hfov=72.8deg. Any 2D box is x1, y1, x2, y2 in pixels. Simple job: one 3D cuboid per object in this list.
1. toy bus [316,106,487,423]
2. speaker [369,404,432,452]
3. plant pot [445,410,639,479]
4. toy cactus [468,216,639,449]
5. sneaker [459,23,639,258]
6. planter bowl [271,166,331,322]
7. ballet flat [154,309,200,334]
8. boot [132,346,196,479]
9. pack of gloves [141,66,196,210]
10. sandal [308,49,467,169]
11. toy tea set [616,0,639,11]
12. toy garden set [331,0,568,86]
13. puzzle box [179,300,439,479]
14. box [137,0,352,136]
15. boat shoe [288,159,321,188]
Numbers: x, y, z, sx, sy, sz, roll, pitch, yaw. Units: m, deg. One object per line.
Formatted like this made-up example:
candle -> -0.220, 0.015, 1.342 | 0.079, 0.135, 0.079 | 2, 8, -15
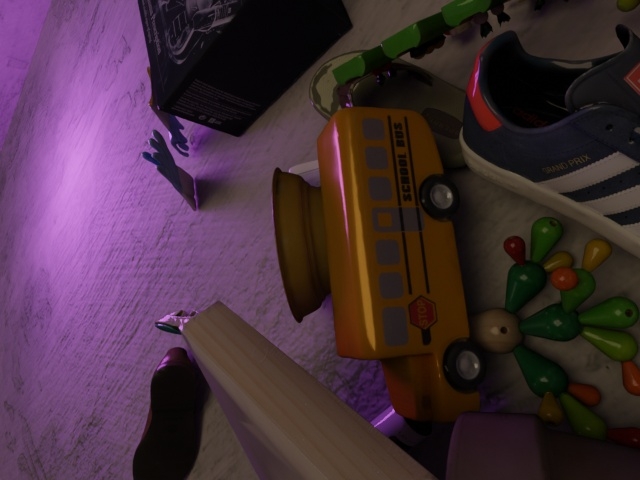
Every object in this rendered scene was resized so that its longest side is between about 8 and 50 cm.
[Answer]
toy bus -> 0.082, 0.026, 0.490 | 0.108, 0.130, 0.332 | 147, 119, -68
speaker -> 0.078, 0.257, 0.555 | 0.136, 0.055, 0.055 | -49, 56, 25
plant pot -> 0.249, 0.274, 0.266 | 0.281, 0.323, 0.322 | -12, 76, 23
toy cactus -> 0.214, 0.092, 0.437 | 0.181, 0.112, 0.218 | -23, 78, 48
sneaker -> 0.265, -0.077, 0.337 | 0.350, 0.148, 0.131 | 29, 68, 34
planter bowl -> 0.000, 0.000, 0.603 | 0.091, 0.217, 0.217 | -8, 76, 4
ballet flat -> -0.276, 0.169, 0.892 | 0.168, 0.057, 0.052 | 0, 57, 38
boot -> -0.303, 0.363, 0.873 | 0.115, 0.113, 0.305 | -140, 61, -70
pack of gloves -> -0.306, -0.183, 0.853 | 0.046, 0.232, 0.194 | -11, 74, -3
sandal -> 0.090, -0.192, 0.579 | 0.303, 0.086, 0.120 | 34, 107, 39
toy tea set -> 0.407, -0.253, 0.296 | 0.336, 0.124, 0.199 | 17, 131, 24
toy garden set -> 0.164, -0.237, 0.472 | 0.244, 0.204, 0.049 | -11, 113, 44
puzzle box -> 0.004, 0.275, 0.459 | 0.272, 0.052, 0.408 | 26, 140, 41
box -> -0.158, -0.428, 0.770 | 0.313, 0.179, 0.343 | -33, 64, 33
boat shoe -> 0.021, -0.093, 0.648 | 0.184, 0.066, 0.063 | -6, 95, 39
